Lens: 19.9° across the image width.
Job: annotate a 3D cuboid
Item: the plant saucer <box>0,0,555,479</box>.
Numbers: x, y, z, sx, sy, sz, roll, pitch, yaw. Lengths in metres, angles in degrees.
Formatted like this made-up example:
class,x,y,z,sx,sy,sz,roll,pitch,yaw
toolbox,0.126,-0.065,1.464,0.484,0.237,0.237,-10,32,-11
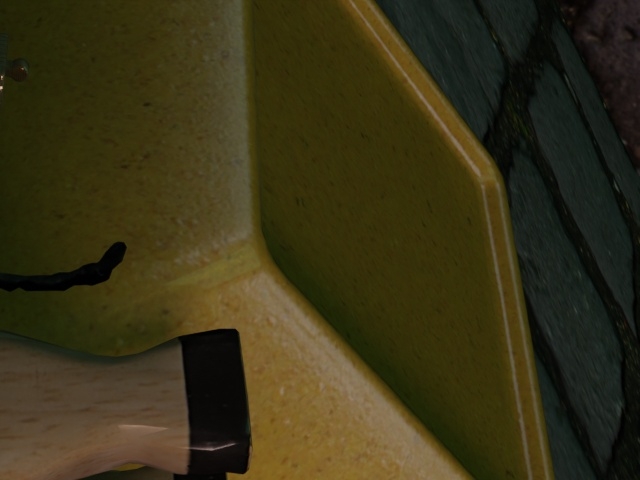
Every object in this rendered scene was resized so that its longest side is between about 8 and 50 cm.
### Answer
class,x,y,z,sx,sy,sz,roll,pitch,yaw
plant saucer,0.000,0.000,0.710,0.333,0.081,0.332,48,26,-40

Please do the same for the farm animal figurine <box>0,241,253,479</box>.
class,x,y,z,sx,sy,sz,roll,pitch,yaw
farm animal figurine,-0.096,0.129,0.352,0.326,0.172,0.330,-97,-170,-46

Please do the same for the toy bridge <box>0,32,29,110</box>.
class,x,y,z,sx,sy,sz,roll,pitch,yaw
toy bridge,-0.176,-0.060,0.509,0.063,0.188,0.026,-104,-157,-59
